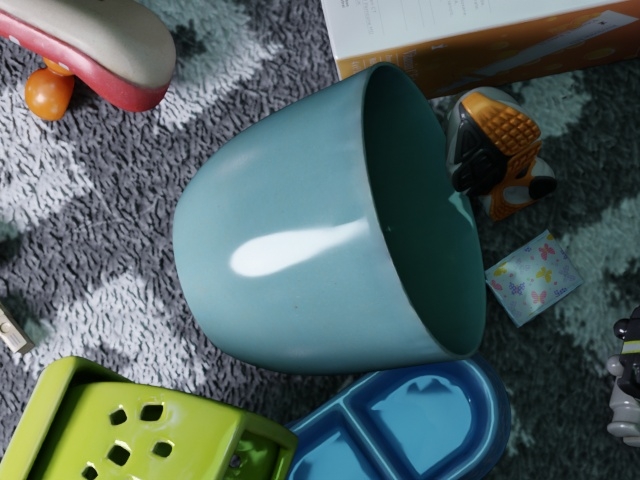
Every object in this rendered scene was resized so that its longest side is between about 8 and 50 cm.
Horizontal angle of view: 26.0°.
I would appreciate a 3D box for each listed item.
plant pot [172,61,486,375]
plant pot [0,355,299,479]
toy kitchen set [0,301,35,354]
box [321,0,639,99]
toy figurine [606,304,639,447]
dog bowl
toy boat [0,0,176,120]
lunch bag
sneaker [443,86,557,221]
[{"bbox_3d":[0.000,0.000,1.358,0.235,0.293,0.293,-16,78,23],"label":"plant pot"},{"bbox_3d":[-0.171,0.235,1.270,0.207,0.228,0.227,21,81,15],"label":"plant pot"},{"bbox_3d":[-0.366,0.107,1.472,0.083,0.068,0.075,-41,79,-2],"label":"toy kitchen set"},{"bbox_3d":[0.174,-0.263,1.415,0.345,0.215,0.168,-11,79,4],"label":"box"},{"bbox_3d":[0.385,0.121,1.333,0.213,0.209,0.148,14,65,14],"label":"toy figurine"},{"bbox_3d":[0.058,0.216,1.412,0.297,0.074,0.166,-36,79,-1],"label":"dog bowl"},{"bbox_3d":[-0.274,-0.198,1.499,0.231,0.151,0.151,28,114,10],"label":"toy boat"},{"bbox_3d":[0.218,0.041,1.439,0.083,0.053,0.071,-34,81,-11],"label":"lunch bag"},{"bbox_3d":[0.155,-0.107,1.372,0.099,0.262,0.121,-31,70,5],"label":"sneaker"}]
